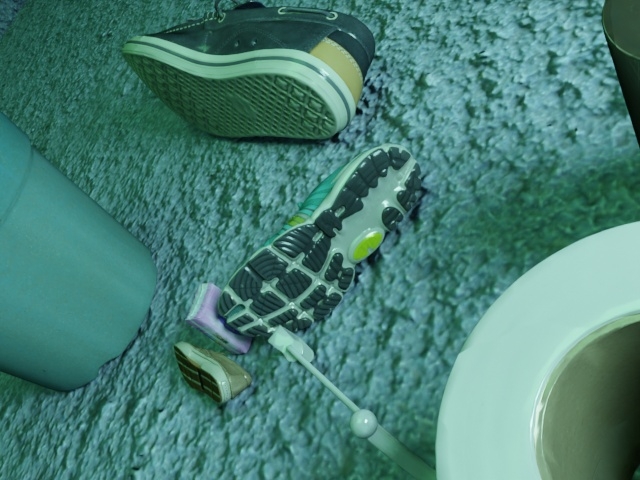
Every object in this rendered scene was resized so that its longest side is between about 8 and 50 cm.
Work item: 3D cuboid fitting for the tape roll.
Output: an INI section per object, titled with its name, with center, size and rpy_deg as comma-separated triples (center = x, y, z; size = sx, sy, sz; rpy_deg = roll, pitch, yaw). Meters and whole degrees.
[tape roll]
center = 0.208, 0.131, 0.352
size = 0.246, 0.169, 0.246
rpy_deg = -24, 44, 25

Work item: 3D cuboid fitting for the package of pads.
[package of pads]
center = -0.112, 0.090, 0.746
size = 0.031, 0.083, 0.050
rpy_deg = -15, 45, 40

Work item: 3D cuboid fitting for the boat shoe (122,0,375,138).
[boat shoe]
center = -0.121, -0.264, 0.986
size = 0.500, 0.187, 0.156
rpy_deg = 15, 63, 42

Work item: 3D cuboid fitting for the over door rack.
[over door rack]
center = -0.036, 0.229, 0.540
size = 0.240, 0.108, 0.324
rpy_deg = -50, 39, -5

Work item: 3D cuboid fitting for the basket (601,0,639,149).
[basket]
center = 0.281, -0.085, 0.422
size = 0.154, 0.227, 0.205
rpy_deg = -9, 51, 37

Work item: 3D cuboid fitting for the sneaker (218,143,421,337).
[sneaker]
center = 0.000, 0.000, 0.732
size = 0.275, 0.107, 0.110
rpy_deg = -43, 19, -3

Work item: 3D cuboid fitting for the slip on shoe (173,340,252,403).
[slip on shoe]
center = -0.127, 0.146, 0.749
size = 0.041, 0.052, 0.135
rpy_deg = -19, 16, -32

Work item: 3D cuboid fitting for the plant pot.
[plant pot]
center = -0.429, 0.027, 0.889
size = 0.341, 0.334, 0.341
rpy_deg = -25, 43, 26
